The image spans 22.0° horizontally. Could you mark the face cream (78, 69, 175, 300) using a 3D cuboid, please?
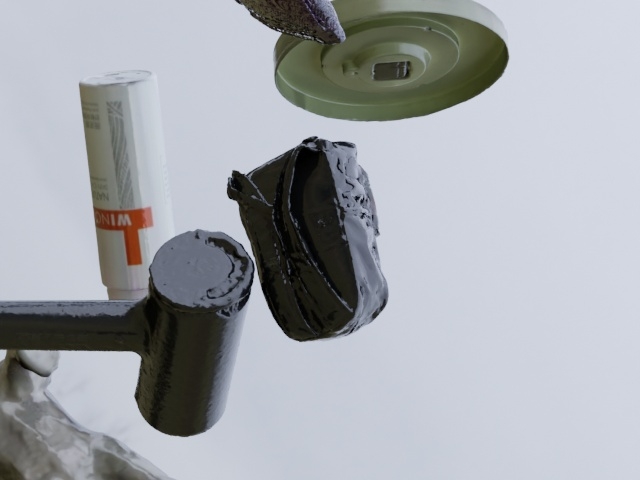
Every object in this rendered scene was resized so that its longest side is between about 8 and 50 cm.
[{"bbox_3d":[-0.233,-0.035,2.042,0.102,0.102,0.345,-155,-123,-62],"label":"face cream"}]

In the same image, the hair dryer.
[{"bbox_3d":[-0.192,0.077,1.413,0.197,0.251,0.089,102,-11,-48],"label":"hair dryer"}]

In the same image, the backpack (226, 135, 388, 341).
[{"bbox_3d":[-0.002,0.003,1.391,0.120,0.106,0.165,-21,-101,39],"label":"backpack"}]

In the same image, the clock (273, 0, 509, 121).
[{"bbox_3d":[0.069,-0.175,1.613,0.235,0.235,0.029,101,-14,-67],"label":"clock"}]

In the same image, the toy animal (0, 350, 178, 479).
[{"bbox_3d":[-0.311,0.274,1.931,0.344,0.194,0.302,48,-21,8],"label":"toy animal"}]

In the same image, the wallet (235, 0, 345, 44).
[{"bbox_3d":[-0.053,-0.196,1.044,0.111,0.030,0.166,33,-17,52],"label":"wallet"}]
